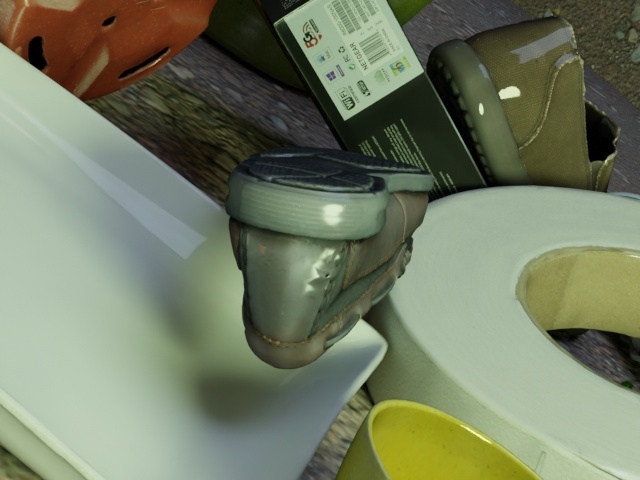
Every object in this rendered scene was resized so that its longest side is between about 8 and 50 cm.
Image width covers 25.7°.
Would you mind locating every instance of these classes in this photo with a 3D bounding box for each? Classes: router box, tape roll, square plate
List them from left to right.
[{"bbox_3d":[-0.140,0.006,0.704,0.344,0.049,0.347,38,17,3],"label":"square plate"},{"bbox_3d":[0.034,-0.121,1.113,0.309,0.081,0.243,57,3,-35],"label":"router box"},{"bbox_3d":[0.219,0.083,0.918,0.392,0.072,0.392,11,28,-6],"label":"tape roll"}]

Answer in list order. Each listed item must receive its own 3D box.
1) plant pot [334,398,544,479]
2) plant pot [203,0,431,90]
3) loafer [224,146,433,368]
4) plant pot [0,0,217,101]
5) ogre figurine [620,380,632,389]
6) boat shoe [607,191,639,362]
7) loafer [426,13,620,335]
[{"bbox_3d":[0.048,0.149,0.610,0.134,0.095,0.134,33,18,-12],"label":"plant pot"},{"bbox_3d":[0.011,-0.354,1.425,0.366,0.353,0.366,33,17,-12],"label":"plant pot"},{"bbox_3d":[0.000,0.000,0.805,0.109,0.095,0.302,9,7,8],"label":"loafer"},{"bbox_3d":[-0.197,-0.254,0.964,0.265,0.272,0.272,51,21,17],"label":"plant pot"},{"bbox_3d":[0.239,0.152,0.989,0.118,0.097,0.197,26,-7,26],"label":"ogre figurine"},{"bbox_3d":[0.356,0.101,1.305,0.367,0.136,0.156,51,24,15],"label":"boat shoe"},{"bbox_3d":[0.206,-0.047,1.190,0.134,0.130,0.366,62,2,39],"label":"loafer"}]
